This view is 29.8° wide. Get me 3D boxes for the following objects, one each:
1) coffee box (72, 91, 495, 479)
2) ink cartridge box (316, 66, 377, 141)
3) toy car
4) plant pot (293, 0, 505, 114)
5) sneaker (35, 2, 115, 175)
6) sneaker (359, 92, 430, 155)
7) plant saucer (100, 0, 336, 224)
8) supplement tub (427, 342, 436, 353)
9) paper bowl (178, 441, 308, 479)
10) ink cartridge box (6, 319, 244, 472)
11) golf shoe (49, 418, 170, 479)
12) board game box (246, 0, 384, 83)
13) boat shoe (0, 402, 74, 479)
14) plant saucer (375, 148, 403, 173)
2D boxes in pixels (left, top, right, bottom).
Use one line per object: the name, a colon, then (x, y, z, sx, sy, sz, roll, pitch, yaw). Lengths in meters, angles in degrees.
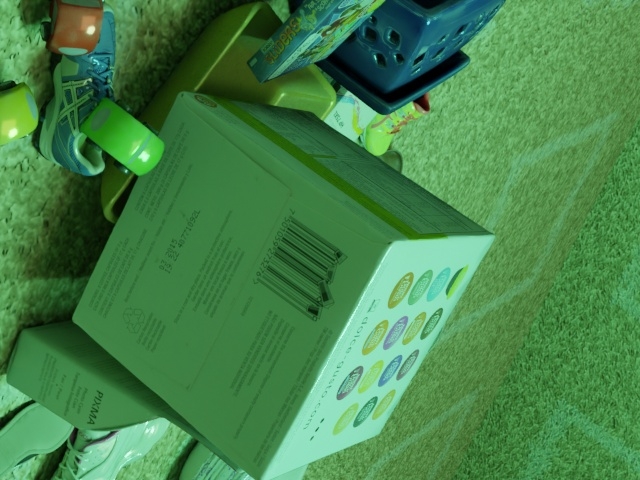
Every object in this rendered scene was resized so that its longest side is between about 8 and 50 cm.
coffee box: (-0.041, 0.048, 1.549, 0.334, 0.338, 0.338, -3, 125, -62)
ink cartridge box: (0.019, -0.206, 1.850, 0.231, 0.078, 0.134, -51, 157, -5)
toy car: (-0.253, -0.147, 1.299, 0.225, 0.053, 0.239, 39, 88, -30)
plant pot: (0.099, -0.324, 1.665, 0.236, 0.236, 0.212, -36, 157, -38)
sneaker: (-0.259, -0.170, 1.366, 0.080, 0.081, 0.211, -24, 140, -47)
sneaker: (0.136, -0.223, 2.028, 0.081, 0.094, 0.208, -26, 146, -50)
plant saucer: (-0.146, -0.139, 1.627, 0.333, 0.081, 0.333, -54, 157, -2)
supplement tub: (0.113, 0.103, 2.188, 0.235, 0.235, 0.325, -51, 168, -8)
paper bowl: (-0.160, 0.449, 2.313, 0.284, 0.148, 0.284, -42, 154, -26)
ink cartridge box: (-0.184, 0.218, 1.650, 0.308, 0.385, 0.091, -7, 122, -59)
golf shoe: (-0.362, 0.338, 1.853, 0.306, 0.115, 0.140, -56, 147, -13)
board game box: (0.012, -0.276, 1.486, 0.136, 0.035, 0.201, -29, 174, -45)
boat shoe: (-0.436, 0.286, 1.706, 0.065, 0.075, 0.206, -17, -169, 39)
plant saucer: (0.074, -0.086, 2.169, 0.198, 0.036, 0.199, -42, 153, -27)
